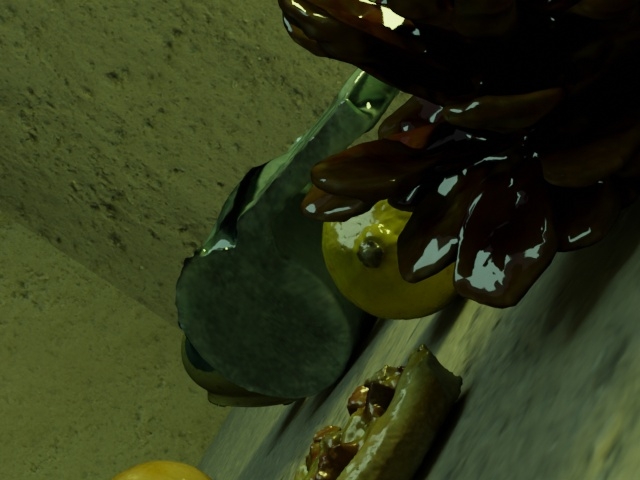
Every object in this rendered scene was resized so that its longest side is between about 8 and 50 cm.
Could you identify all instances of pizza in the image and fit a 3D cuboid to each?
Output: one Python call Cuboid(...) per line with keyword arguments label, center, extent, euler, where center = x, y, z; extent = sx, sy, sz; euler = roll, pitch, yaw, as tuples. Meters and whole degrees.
Cuboid(label="pizza", center=(0.007, 0.132, 0.650), extent=(0.175, 0.046, 0.134), euler=(-57, 1, -9))

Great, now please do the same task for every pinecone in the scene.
Cuboid(label="pinecone", center=(0.075, -0.101, 0.531), extent=(0.229, 0.202, 0.201), euler=(-57, -31, -24))

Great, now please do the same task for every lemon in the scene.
Cuboid(label="lemon", center=(0.055, -0.001, 0.840), extent=(0.109, 0.109, 0.133), euler=(-56, -14, 15))

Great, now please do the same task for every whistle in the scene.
Cuboid(label="whistle", center=(-0.024, -0.021, 1.235), extent=(0.168, 0.188, 0.405), euler=(-56, -22, -50))

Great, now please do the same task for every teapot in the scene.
Cuboid(label="teapot", center=(-0.072, 0.095, 1.509), extent=(0.269, 0.173, 0.183), euler=(-12, -78, -50))

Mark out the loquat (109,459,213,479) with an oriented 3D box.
Cuboid(label="loquat", center=(-0.137, 0.255, 1.035), extent=(0.163, 0.137, 0.163), euler=(-158, 90, -76))
